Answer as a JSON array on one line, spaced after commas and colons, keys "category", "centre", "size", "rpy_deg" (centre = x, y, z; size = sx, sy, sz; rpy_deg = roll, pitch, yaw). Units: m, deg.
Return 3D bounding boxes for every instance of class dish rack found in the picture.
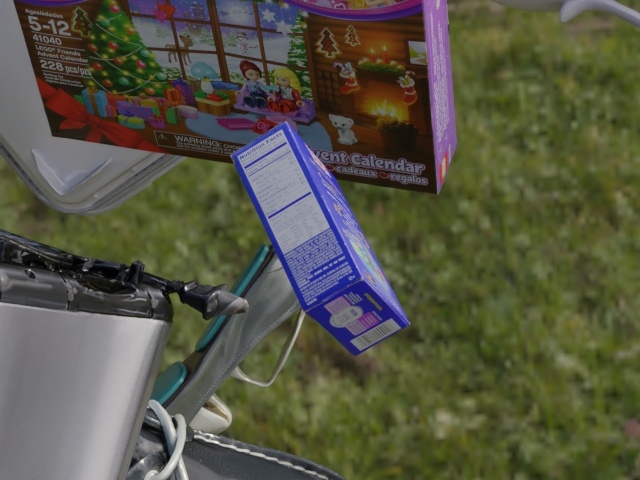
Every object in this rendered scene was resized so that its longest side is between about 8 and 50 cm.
[{"category": "dish rack", "centre": [-0.176, -0.183, 1.484], "size": [0.333, 0.285, 0.072], "rpy_deg": [-33, 15, 20]}]

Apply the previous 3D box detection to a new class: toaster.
[{"category": "toaster", "centre": [-0.157, 0.040, 0.650], "size": [0.186, 0.110, 0.168], "rpy_deg": [16, 4, 39]}]

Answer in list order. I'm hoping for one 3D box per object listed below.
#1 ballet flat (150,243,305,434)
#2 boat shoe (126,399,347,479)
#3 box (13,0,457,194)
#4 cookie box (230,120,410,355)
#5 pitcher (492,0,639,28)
[{"category": "ballet flat", "centre": [-0.074, 0.097, 1.289], "size": [0.213, 0.068, 0.072], "rpy_deg": [-50, 11, 1]}, {"category": "boat shoe", "centre": [-0.113, 0.121, 0.881], "size": [0.302, 0.091, 0.114], "rpy_deg": [4, 35, -17]}, {"category": "box", "centre": [-0.060, -0.137, 1.222], "size": [0.293, 0.201, 0.057], "rpy_deg": [9, 49, 16]}, {"category": "cookie box", "centre": [0.000, 0.000, 1.017], "size": [0.040, 0.092, 0.107], "rpy_deg": [-29, 64, 8]}, {"category": "pitcher", "centre": [0.204, -0.208, 1.286], "size": [0.207, 0.125, 0.178], "rpy_deg": [-7, 69, 24]}]
